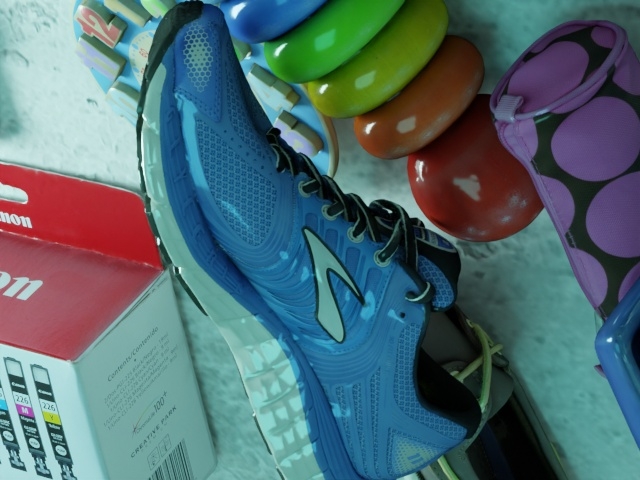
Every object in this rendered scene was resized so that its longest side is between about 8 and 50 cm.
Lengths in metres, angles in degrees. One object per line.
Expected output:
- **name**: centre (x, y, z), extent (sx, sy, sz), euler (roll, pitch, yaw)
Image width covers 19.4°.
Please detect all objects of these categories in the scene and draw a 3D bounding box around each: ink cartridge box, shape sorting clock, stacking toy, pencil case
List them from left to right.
- **ink cartridge box**: centre (-0.262, 0.079, 1.460), extent (0.309, 0.130, 0.272), euler (11, 130, 29)
- **shape sorting clock**: centre (-0.079, -0.096, 1.219), extent (0.206, 0.040, 0.206), euler (31, 152, 19)
- **stacking toy**: centre (0.020, -0.132, 1.094), extent (0.330, 0.141, 0.141), euler (45, 138, -16)
- **pencil case**: centre (0.166, -0.020, 1.074), extent (0.209, 0.098, 0.095), euler (61, 173, -27)

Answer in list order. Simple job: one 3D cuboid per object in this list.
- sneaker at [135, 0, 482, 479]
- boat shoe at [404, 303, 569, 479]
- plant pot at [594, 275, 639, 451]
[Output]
- **sneaker**: centre (0.000, 0.000, 1.092), extent (0.147, 0.130, 0.330), euler (-21, 117, 12)
- **boat shoe**: centre (0.087, 0.105, 1.247), extent (0.096, 0.116, 0.324), euler (-4, 126, 33)
- **plant pot**: centre (0.292, 0.071, 0.984), extent (0.212, 0.236, 0.236), euler (-3, 124, 44)
